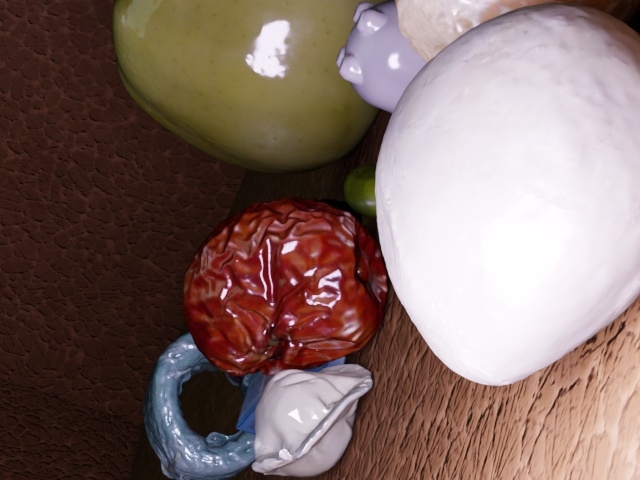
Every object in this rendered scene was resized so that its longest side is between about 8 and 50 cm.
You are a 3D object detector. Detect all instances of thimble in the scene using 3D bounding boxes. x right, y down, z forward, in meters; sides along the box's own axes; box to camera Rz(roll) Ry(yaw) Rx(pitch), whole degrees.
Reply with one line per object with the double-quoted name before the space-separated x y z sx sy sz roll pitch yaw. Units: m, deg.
"thimble" -0.161 0.245 2.195 0.143 0.198 0.235 125 169 -65

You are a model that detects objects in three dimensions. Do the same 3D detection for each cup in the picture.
"cup" 0.105 -0.234 1.783 0.134 0.142 0.174 -159 89 -82

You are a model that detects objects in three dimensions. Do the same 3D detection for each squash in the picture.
"squash" 0.077 -0.060 1.854 0.201 0.066 0.066 -167 96 -74

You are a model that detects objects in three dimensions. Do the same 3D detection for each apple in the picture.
"apple" -0.088 -0.329 2.315 0.473 0.473 0.474 -161 90 -81

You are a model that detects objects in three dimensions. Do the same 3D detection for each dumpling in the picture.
"dumpling" -0.003 0.191 1.693 0.155 0.111 0.181 -27 40 34

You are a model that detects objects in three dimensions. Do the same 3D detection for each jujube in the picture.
"jujube" -0.045 0.051 1.760 0.232 0.213 0.213 -19 35 22

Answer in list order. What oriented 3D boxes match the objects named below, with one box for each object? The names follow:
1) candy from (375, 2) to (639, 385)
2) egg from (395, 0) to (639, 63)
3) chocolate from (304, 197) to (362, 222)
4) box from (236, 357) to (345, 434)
"candy" 0.133 -0.038 1.056 0.296 0.185 0.295 -61 11 20
"egg" 0.165 -0.221 1.209 0.245 0.203 0.203 -41 28 45
"chocolate" 0.000 0.000 1.989 0.133 0.156 0.156 -40 30 55
"box" -0.032 0.164 1.963 0.232 0.083 0.143 124 162 -64
